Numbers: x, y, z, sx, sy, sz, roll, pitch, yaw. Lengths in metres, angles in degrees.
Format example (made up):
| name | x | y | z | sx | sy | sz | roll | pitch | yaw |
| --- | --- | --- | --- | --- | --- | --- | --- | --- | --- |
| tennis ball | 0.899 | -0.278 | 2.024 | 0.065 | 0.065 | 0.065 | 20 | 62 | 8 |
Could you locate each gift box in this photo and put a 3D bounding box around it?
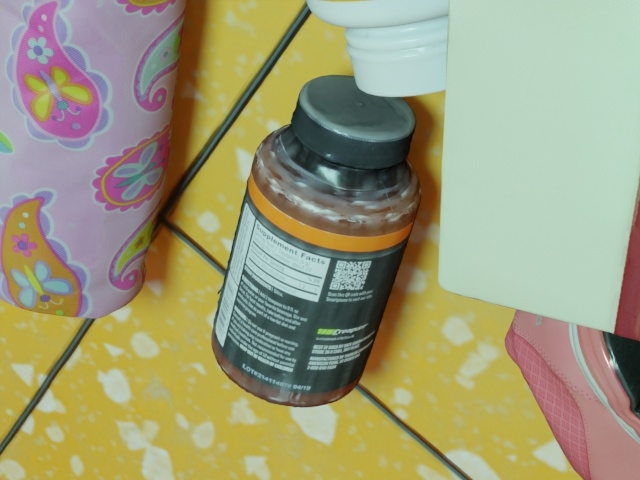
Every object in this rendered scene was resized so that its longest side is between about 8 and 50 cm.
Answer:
| name | x | y | z | sx | sy | sz | roll | pitch | yaw |
| --- | --- | --- | --- | --- | --- | --- | --- | --- | --- |
| gift box | 0.207 | -0.117 | 0.540 | 0.276 | 0.255 | 0.258 | 9 | 131 | 16 |

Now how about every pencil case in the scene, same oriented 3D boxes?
| name | x | y | z | sx | sy | sz | roll | pitch | yaw |
| --- | --- | --- | --- | --- | --- | --- | --- | --- | --- |
| pencil case | -0.154 | -0.089 | 0.819 | 0.124 | 0.124 | 0.284 | 21 | 124 | 16 |

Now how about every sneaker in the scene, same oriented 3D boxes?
| name | x | y | z | sx | sy | sz | roll | pitch | yaw |
| --- | --- | --- | --- | --- | --- | --- | --- | --- | --- |
| sneaker | 0.227 | 0.136 | 0.774 | 0.314 | 0.116 | 0.136 | 53 | 153 | -14 |

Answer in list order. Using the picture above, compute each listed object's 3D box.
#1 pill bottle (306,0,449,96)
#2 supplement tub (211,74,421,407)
| name | x | y | z | sx | sy | sz | roll | pitch | yaw |
| --- | --- | --- | --- | --- | --- | --- | --- | --- | --- |
| pill bottle | 0.037 | -0.187 | 0.660 | 0.117 | 0.117 | 0.215 | 0 | 116 | 27 |
| supplement tub | 0.000 | 0.000 | 0.794 | 0.106 | 0.106 | 0.198 | 25 | 125 | 12 |
